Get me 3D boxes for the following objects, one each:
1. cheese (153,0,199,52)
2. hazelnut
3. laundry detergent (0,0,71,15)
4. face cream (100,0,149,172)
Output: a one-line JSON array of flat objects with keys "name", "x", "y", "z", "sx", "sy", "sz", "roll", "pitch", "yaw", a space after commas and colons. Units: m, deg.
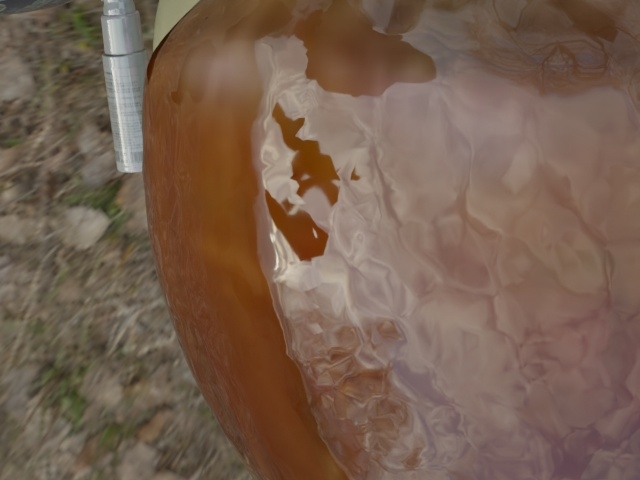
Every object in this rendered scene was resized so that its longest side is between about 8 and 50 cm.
[{"name": "cheese", "x": 0.010, "y": -0.153, "z": 1.294, "sx": 0.266, "sy": 0.127, "sz": 0.233, "roll": -24, "pitch": 56, "yaw": 28}, {"name": "hazelnut", "x": 0.100, "y": -0.008, "z": 0.755, "sx": 0.315, "sy": 0.372, "sz": 0.372, "roll": -7, "pitch": 99, "yaw": 36}, {"name": "laundry detergent", "x": -0.297, "y": -0.188, "z": 1.265, "sx": 0.280, "sy": 0.215, "sz": 0.105, "roll": -11, "pitch": 98, "yaw": -33}, {"name": "face cream", "x": -0.137, "y": -0.115, "z": 1.374, "sx": 0.034, "sy": 0.034, "sz": 0.130, "roll": -6, "pitch": 107, "yaw": 4}]
